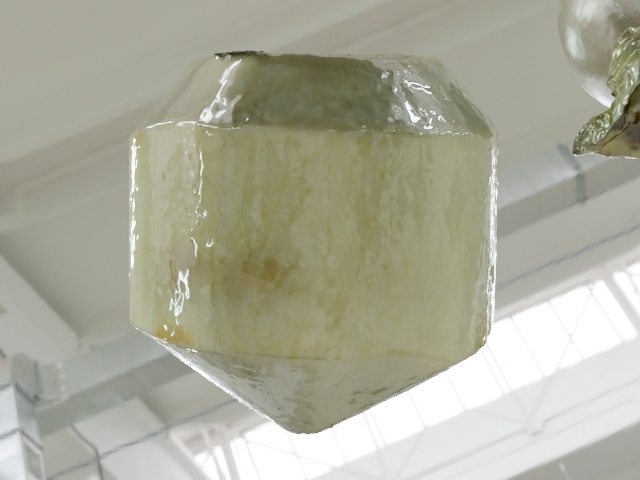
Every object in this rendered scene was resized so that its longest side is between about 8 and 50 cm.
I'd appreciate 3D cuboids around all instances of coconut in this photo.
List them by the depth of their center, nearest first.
[{"bbox_3d":[0.000,0.000,0.778,0.323,0.323,0.323,-14,-41,-12],"label":"coconut"}]

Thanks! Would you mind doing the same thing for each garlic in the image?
[{"bbox_3d":[0.283,-0.205,0.911,0.143,0.318,0.112,45,-54,-10],"label":"garlic"}]

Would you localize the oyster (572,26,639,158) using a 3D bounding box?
[{"bbox_3d":[0.204,-0.124,0.438,0.133,0.072,0.209,9,-71,-15],"label":"oyster"}]
